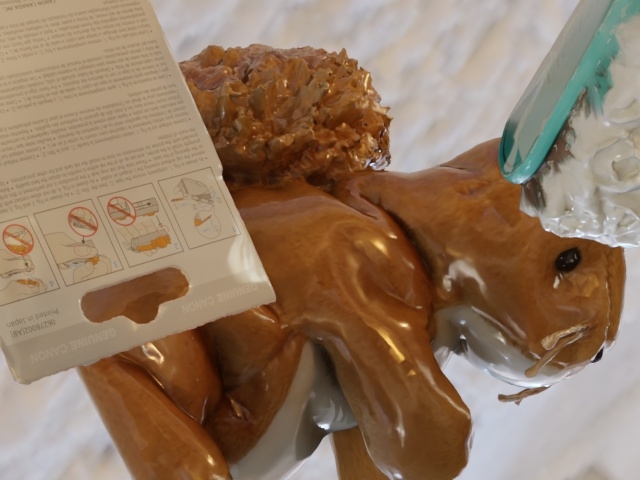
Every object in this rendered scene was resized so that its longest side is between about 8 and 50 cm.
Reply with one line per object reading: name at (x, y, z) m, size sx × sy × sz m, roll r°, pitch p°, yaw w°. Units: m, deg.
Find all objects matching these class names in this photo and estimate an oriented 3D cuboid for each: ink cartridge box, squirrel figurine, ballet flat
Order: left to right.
ink cartridge box at (-0.143, -0.042, 1.028) m, size 0.181 × 0.224 × 0.056 m, roll -18°, pitch 172°, yaw -41°
squirrel figurine at (0.000, 0.000, 1.308) m, size 0.370 × 0.397 × 0.281 m, roll -27°, pitch 155°, yaw -8°
ballet flat at (0.200, -0.160, 0.741) m, size 0.147 × 0.147 × 0.409 m, roll -33°, pitch 153°, yaw -50°
